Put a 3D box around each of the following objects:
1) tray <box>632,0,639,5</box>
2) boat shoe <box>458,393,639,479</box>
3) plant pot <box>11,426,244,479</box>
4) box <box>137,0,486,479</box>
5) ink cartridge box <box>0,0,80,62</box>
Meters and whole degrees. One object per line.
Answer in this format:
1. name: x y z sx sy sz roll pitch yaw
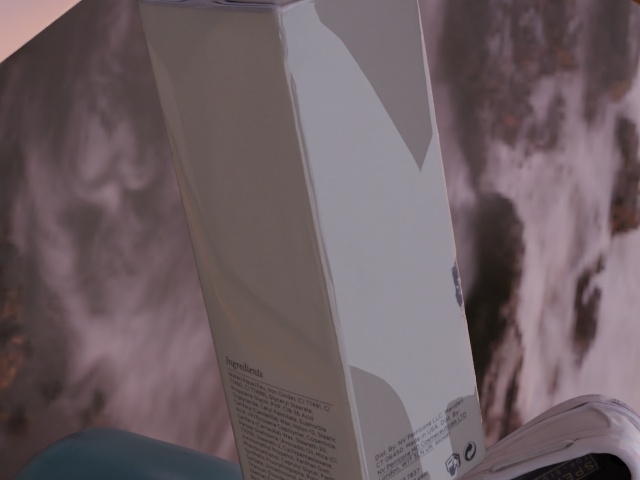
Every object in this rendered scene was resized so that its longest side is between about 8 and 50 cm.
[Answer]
1. tray: 0.247 -0.167 0.675 0.076 0.411 0.203 -53 173 -35
2. boat shoe: 0.071 0.176 0.802 0.258 0.095 0.084 -42 177 15
3. plant pot: -0.108 0.313 1.182 0.293 0.235 0.293 -4 95 -55
4. box: 0.000 0.000 0.721 0.094 0.113 0.275 -26 117 -36
5. ink cartridge box: -0.251 -0.190 0.721 0.270 0.198 0.197 -38 157 0
